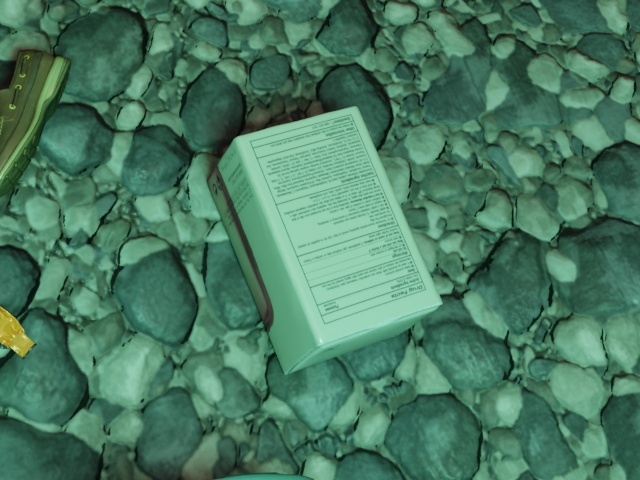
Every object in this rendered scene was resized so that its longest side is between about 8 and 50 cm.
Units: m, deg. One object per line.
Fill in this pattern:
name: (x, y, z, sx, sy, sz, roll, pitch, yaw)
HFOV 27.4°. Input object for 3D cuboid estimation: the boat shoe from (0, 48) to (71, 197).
boat shoe: (-0.312, -0.122, 1.335, 0.060, 0.064, 0.178, 21, 58, -6)

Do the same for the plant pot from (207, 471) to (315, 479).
plant pot: (-0.078, 0.392, 1.095, 0.341, 0.341, 0.334, -4, 64, -21)

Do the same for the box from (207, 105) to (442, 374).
box: (0.000, 0.000, 1.362, 0.148, 0.127, 0.232, -17, 77, -25)

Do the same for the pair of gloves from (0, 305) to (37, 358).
pair of gloves: (-0.327, 0.102, 1.272, 0.074, 0.010, 0.083, 44, 63, 0)
